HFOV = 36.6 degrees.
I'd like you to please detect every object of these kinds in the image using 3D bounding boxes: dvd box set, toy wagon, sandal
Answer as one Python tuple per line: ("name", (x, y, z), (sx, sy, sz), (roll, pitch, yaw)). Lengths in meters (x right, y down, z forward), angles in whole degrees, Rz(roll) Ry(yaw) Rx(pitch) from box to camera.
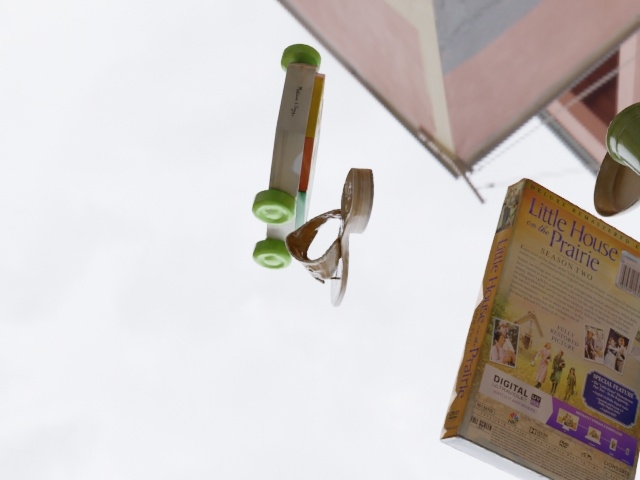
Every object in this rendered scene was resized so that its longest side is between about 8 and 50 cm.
("dvd box set", (0.362, 0.155, 1.435), (0.307, 0.062, 0.420), (27, -115, -18))
("toy wagon", (-0.042, -0.093, 1.355), (0.068, 0.344, 0.267), (8, -121, 1))
("sandal", (0.000, -0.005, 1.111), (0.079, 0.240, 0.088), (4, -123, -8))

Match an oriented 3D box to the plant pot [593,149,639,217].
("plant pot", (0.528, -0.138, 1.582), (0.032, 0.236, 0.236), (25, -125, -8))

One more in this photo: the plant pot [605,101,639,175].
("plant pot", (0.369, -0.100, 1.070), (0.083, 0.083, 0.079), (-12, -148, 5))
